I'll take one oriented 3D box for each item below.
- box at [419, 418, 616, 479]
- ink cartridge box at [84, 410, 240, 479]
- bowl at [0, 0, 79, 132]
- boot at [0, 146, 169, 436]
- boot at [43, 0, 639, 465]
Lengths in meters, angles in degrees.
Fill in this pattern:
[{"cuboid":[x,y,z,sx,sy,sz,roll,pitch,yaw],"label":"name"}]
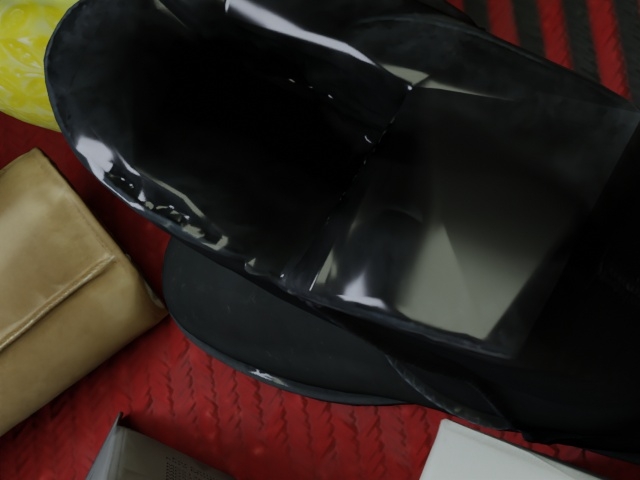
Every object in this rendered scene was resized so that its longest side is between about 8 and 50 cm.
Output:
[{"cuboid":[0.099,0.283,0.771,0.168,0.215,0.345,20,86,25],"label":"box"},{"cuboid":[-0.130,0.273,0.896,0.130,0.272,0.309,28,93,-7],"label":"ink cartridge box"},{"cuboid":[-0.106,-0.137,0.951,0.289,0.289,0.156,12,127,24],"label":"bowl"},{"cuboid":[-0.203,0.116,0.992,0.269,0.089,0.236,-39,105,-6],"label":"boot"},{"cuboid":[0.002,0.000,0.741,0.367,0.445,0.146,9,84,24],"label":"boot"}]
